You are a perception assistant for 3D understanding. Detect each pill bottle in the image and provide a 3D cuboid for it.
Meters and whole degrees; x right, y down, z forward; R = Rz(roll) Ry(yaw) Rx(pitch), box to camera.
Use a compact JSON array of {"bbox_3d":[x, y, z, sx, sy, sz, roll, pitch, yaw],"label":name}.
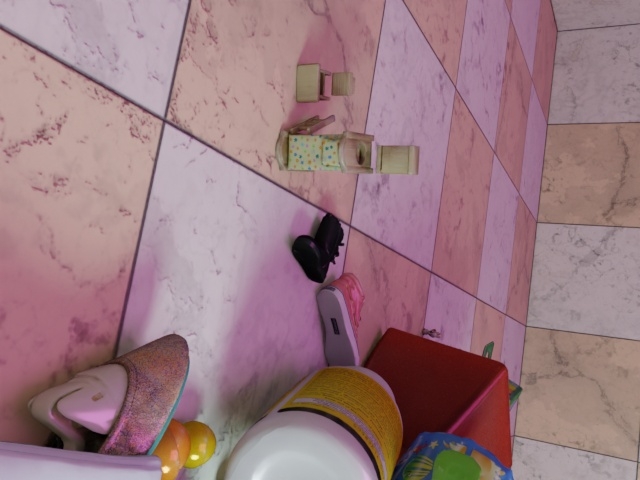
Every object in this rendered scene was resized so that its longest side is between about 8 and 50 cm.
[{"bbox_3d":[0.014,0.285,0.845,0.334,0.188,0.187,-12,105,-74],"label":"pill bottle"}]

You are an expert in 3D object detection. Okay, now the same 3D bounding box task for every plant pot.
[{"bbox_3d":[0.186,0.367,1.160,0.236,0.267,0.267,-34,124,-39],"label":"plant pot"}]

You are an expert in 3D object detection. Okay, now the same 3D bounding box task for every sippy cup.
[{"bbox_3d":[0.171,0.412,0.873,0.240,0.305,0.224,43,52,-7],"label":"sippy cup"}]

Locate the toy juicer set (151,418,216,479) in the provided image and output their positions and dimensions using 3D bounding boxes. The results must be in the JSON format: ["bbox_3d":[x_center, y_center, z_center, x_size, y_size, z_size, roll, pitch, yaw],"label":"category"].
[{"bbox_3d":[-0.163,0.321,0.685,0.329,0.090,0.209,76,11,-49],"label":"toy juicer set"}]

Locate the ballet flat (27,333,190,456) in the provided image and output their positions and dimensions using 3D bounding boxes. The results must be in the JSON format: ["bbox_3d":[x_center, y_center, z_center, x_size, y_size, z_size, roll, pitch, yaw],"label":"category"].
[{"bbox_3d":[-0.222,0.195,0.525,0.106,0.108,0.316,52,48,-35],"label":"ballet flat"}]

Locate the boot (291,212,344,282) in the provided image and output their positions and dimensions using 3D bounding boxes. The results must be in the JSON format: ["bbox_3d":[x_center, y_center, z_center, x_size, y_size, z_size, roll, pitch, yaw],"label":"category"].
[{"bbox_3d":[0.000,0.000,0.960,0.099,0.045,0.121,-66,153,-28],"label":"boot"}]

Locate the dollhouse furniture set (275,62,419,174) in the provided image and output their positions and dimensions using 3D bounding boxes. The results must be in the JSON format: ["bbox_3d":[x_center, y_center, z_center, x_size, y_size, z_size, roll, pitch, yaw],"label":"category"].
[{"bbox_3d":[0.040,-0.176,0.863,0.101,0.182,0.160,-10,103,-61],"label":"dollhouse furniture set"}]

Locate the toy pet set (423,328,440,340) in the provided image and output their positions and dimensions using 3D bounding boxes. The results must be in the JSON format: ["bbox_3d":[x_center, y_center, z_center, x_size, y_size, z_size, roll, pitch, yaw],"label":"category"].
[{"bbox_3d":[0.256,0.278,1.480,0.114,0.065,0.122,171,-72,-83],"label":"toy pet set"}]

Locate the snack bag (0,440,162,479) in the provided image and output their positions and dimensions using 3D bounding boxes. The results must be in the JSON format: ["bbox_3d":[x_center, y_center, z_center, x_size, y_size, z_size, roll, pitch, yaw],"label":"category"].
[{"bbox_3d":[-0.189,0.284,0.345,0.323,0.037,0.342,49,38,-59],"label":"snack bag"}]

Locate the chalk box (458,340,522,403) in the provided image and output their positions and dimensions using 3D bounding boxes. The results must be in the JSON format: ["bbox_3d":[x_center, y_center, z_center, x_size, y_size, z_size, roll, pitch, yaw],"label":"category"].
[{"bbox_3d":[0.338,0.370,1.392,0.180,0.179,0.289,5,114,-61],"label":"chalk box"}]

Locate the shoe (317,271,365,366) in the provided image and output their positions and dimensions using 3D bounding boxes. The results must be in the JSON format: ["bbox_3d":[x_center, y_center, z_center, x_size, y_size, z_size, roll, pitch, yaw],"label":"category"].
[{"bbox_3d":[0.047,0.146,1.046,0.081,0.063,0.178,-35,120,-49],"label":"shoe"}]
